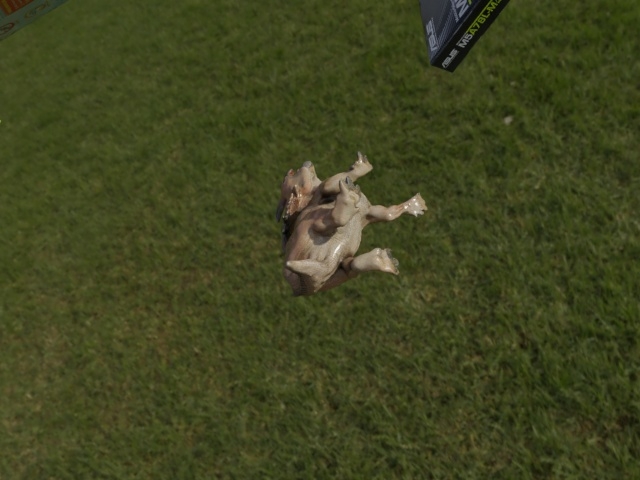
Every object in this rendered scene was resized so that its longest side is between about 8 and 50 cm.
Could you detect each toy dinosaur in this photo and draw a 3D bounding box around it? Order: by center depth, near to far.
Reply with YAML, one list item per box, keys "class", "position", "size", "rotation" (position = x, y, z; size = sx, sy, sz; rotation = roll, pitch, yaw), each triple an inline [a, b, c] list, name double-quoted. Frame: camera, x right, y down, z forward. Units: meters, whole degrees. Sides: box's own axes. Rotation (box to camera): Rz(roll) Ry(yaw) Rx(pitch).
- class: "toy dinosaur"
  position: [0.000, 0.000, 0.905]
  size: [0.200, 0.127, 0.296]
  rotation: [-30, 19, 32]

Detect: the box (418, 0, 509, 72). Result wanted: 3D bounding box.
- class: "box"
  position: [0.200, -0.358, 1.012]
  size: [0.184, 0.045, 0.191]
  rotation: [-48, 36, 46]

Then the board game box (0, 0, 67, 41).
- class: "board game box"
  position: [-0.476, -0.474, 1.254]
  size: [0.302, 0.086, 0.308]
  rotation: [-35, 8, -11]
